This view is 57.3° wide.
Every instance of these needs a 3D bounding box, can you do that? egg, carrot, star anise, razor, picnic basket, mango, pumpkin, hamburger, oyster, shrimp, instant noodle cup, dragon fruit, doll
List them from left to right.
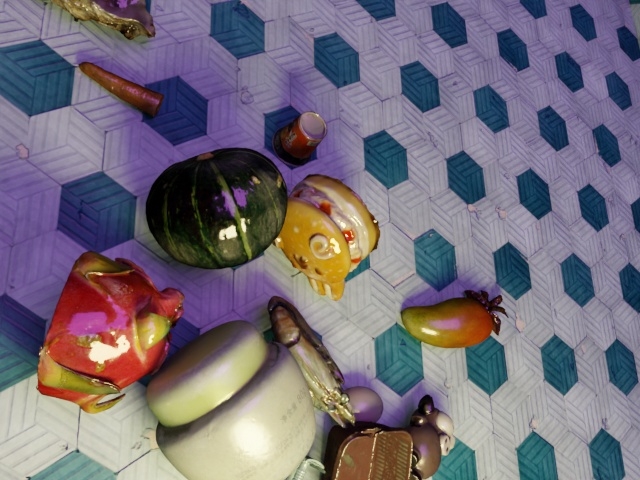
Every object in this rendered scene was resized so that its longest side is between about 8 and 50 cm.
[{"bbox_3d":[-0.591,-0.619,1.439,0.395,0.111,0.204,18,48,-24],"label":"oyster"},{"bbox_3d":[-0.398,0.181,1.154,0.225,0.305,0.306,16,66,-15],"label":"dragon fruit"},{"bbox_3d":[-0.492,-0.379,1.435,0.209,0.061,0.061,26,63,-16],"label":"carrot"},{"bbox_3d":[-0.231,-0.081,1.332,0.323,0.323,0.242,-39,125,-34],"label":"pumpkin"},{"bbox_3d":[-0.079,0.603,1.340,0.068,0.106,0.232,33,70,-17],"label":"razor"},{"bbox_3d":[-0.051,-0.286,1.611,0.127,0.135,0.127,10,68,-27],"label":"instant noodle cup"},{"bbox_3d":[-0.014,0.282,1.399,0.085,0.247,0.360,-37,71,8],"label":"shrimp"},{"bbox_3d":[0.000,0.000,1.496,0.186,0.260,0.303,-48,142,-27],"label":"hamburger"},{"bbox_3d":[0.096,0.422,1.482,0.134,0.103,0.103,6,71,-26],"label":"egg"},{"bbox_3d":[0.090,0.566,1.375,0.222,0.129,0.297,5,94,-29],"label":"picnic basket"},{"bbox_3d":[0.268,0.521,1.516,0.257,0.117,0.182,-22,109,-55],"label":"doll"},{"bbox_3d":[0.378,0.243,1.700,0.288,0.129,0.146,-7,79,-23],"label":"mango"},{"bbox_3d":[0.537,0.200,1.799,0.158,0.144,0.141,18,58,-24],"label":"star anise"}]

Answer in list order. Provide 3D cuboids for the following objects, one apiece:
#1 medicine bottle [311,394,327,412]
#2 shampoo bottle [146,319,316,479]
[{"bbox_3d":[-0.011,0.391,1.464,0.083,0.047,0.047,34,60,-17],"label":"medicine bottle"},{"bbox_3d":[-0.175,0.352,1.215,0.322,0.322,0.317,-41,102,-34],"label":"shampoo bottle"}]
